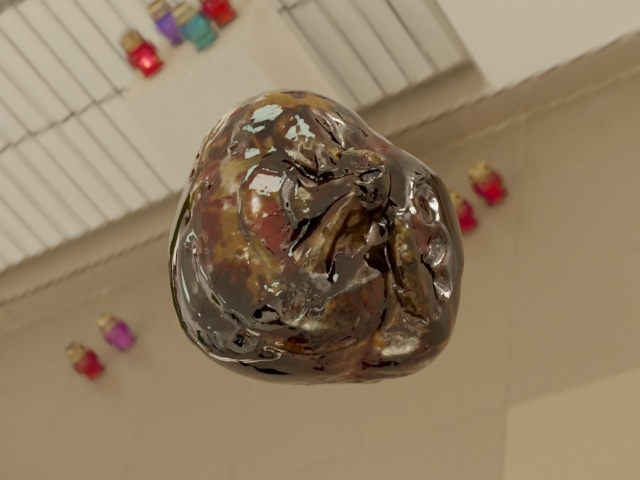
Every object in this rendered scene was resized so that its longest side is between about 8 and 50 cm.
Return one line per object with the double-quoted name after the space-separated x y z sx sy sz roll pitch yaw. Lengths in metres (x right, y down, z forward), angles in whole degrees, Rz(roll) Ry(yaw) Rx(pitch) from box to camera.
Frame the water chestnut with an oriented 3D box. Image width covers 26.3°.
0.000 0.000 1.239 0.244 0.289 0.289 -26 31 24 "water chestnut"
